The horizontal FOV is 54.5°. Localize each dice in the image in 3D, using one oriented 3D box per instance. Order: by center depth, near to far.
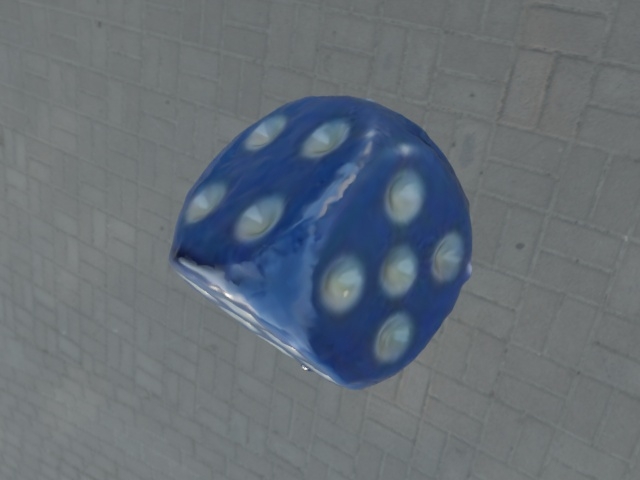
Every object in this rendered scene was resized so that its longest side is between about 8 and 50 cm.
[{"bbox_3d":[0.000,0.000,0.403,0.146,0.146,0.143,17,156,50],"label":"dice"}]
